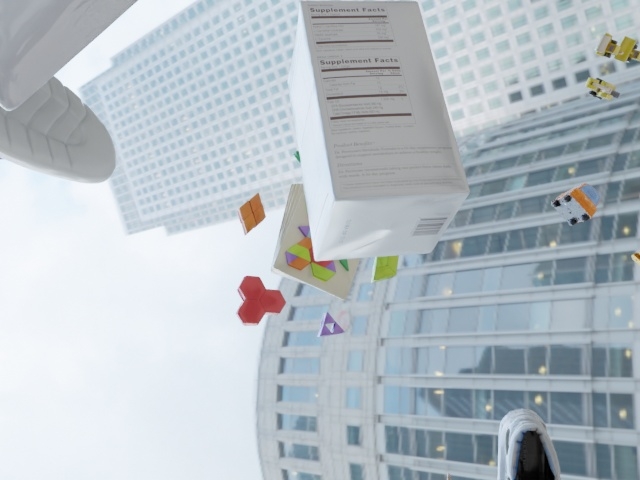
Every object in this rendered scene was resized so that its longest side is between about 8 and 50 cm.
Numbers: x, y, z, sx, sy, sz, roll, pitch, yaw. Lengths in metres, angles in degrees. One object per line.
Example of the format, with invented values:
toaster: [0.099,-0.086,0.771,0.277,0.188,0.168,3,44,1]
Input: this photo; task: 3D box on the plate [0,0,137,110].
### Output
plate: [-0.197,-0.263,0.531,0.045,0.278,0.277,40,-105,8]

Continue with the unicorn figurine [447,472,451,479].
unicorn figurine: [0.088,0.296,0.628,0.060,0.111,0.162,20,-118,-49]

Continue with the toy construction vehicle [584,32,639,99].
toy construction vehicle: [0.390,-0.228,0.917,0.098,0.035,0.086,6,-67,-48]

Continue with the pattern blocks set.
pattern blocks set: [0.000,0.000,1.156,0.285,0.026,0.325,11,-113,-17]

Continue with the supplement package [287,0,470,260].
supplement package: [0.050,-0.119,0.740,0.133,0.139,0.244,-4,-116,-11]

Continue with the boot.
boot: [0.285,0.371,0.957,0.123,0.095,0.258,21,-116,-78]

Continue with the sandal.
sandal: [-0.437,-0.169,0.795,0.416,0.102,0.169,26,-141,-32]

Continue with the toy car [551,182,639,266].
toy car: [0.298,-0.016,0.718,0.040,0.122,0.060,-42,-20,-6]
